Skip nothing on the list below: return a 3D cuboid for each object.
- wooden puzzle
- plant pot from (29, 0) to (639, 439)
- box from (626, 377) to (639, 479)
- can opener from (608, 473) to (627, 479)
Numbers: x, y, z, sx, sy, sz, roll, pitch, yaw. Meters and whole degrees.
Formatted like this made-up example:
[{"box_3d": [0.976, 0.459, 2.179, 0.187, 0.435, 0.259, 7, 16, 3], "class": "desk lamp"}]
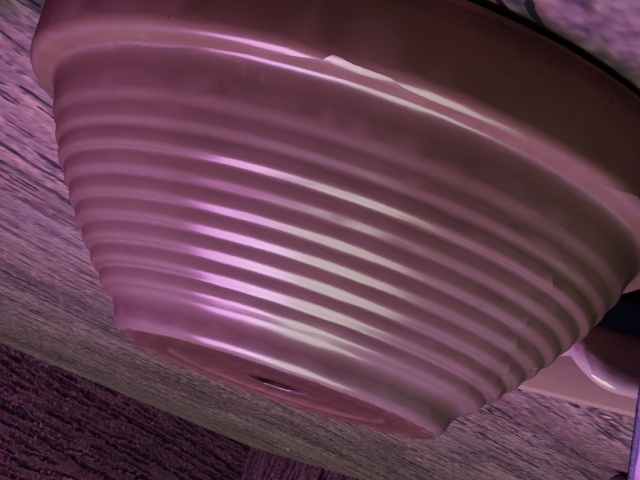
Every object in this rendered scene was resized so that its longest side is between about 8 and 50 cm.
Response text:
[{"box_3d": [0.167, 0.065, 0.627, 0.221, 0.044, 0.239, 15, 174, -16], "class": "wooden puzzle"}, {"box_3d": [0.000, 0.000, 0.454, 0.237, 0.109, 0.237, 19, 168, 4], "class": "plant pot"}, {"box_3d": [0.203, 0.096, 0.391, 0.207, 0.153, 0.108, 13, -151, 27], "class": "box"}, {"box_3d": [0.391, 0.294, 1.186, 0.283, 0.095, 0.076, 7, 163, 41], "class": "can opener"}]
